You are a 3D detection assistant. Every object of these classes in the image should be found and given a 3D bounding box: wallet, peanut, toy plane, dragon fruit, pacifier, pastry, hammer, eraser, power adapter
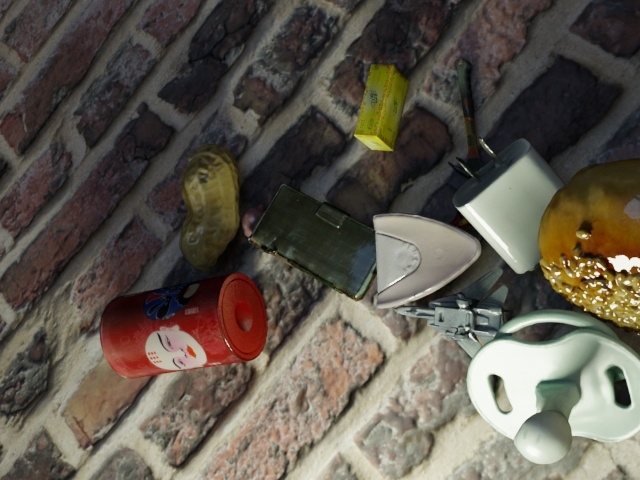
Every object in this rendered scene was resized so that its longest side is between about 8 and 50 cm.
[{"bbox_3d":[0.000,0.000,2.117,0.317,0.044,0.169,27,84,27],"label":"wallet"},{"bbox_3d":[-0.269,-0.083,2.256,0.140,0.153,0.325,-11,62,32],"label":"peanut"},{"bbox_3d":[0.254,0.152,1.908,0.267,0.088,0.212,5,89,33],"label":"toy plane"},{"bbox_3d":[0.308,-0.058,1.954,0.190,0.094,0.094,-41,57,26],"label":"dragon fruit"},{"bbox_3d":[0.409,0.280,1.664,0.343,0.269,0.288,-13,110,28],"label":"pacifier"},{"bbox_3d":[0.569,0.028,1.606,0.410,0.409,0.245,10,69,32],"label":"pastry"},{"bbox_3d":[0.325,-0.267,2.043,0.111,0.033,0.287,-12,67,25],"label":"hammer"},{"bbox_3d":[0.223,0.033,1.958,0.243,0.059,0.204,-8,76,30],"label":"eraser"},{"bbox_3d":[0.368,-0.089,1.823,0.187,0.124,0.255,-42,102,11],"label":"power adapter"}]

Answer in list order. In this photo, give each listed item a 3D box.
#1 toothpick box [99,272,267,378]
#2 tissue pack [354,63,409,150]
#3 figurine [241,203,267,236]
[{"bbox_3d":[-0.314,0.199,2.157,0.333,0.204,0.204,-13,68,26],"label":"toothpick box"},{"bbox_3d":[0.141,-0.300,2.122,0.062,0.095,0.176,8,77,33],"label":"tissue pack"},{"bbox_3d":[-0.152,-0.047,2.224,0.071,0.067,0.083,9,81,29],"label":"figurine"}]
